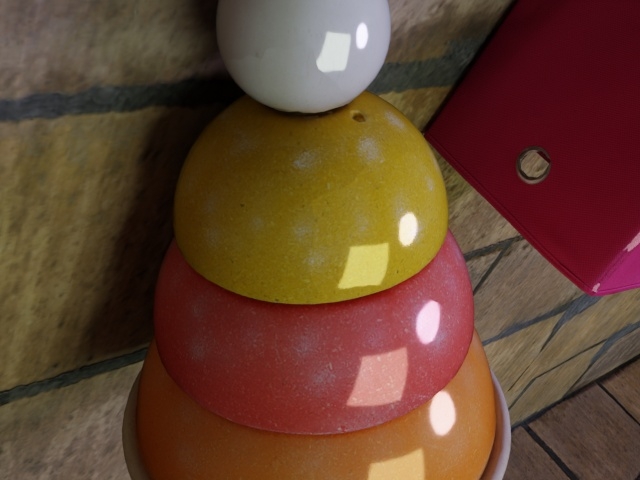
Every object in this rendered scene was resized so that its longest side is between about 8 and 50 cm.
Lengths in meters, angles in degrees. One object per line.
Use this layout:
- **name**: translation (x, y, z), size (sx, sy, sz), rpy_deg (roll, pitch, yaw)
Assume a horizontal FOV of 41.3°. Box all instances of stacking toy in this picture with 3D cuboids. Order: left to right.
- **stacking toy**: translation (0.000, 0.000, 0.662), size (0.350, 0.350, 0.480), rpy_deg (-24, 134, -30)

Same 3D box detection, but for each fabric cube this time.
- **fabric cube**: translation (0.319, -0.127, 0.873), size (0.259, 0.254, 0.258), rpy_deg (-5, 136, -49)
